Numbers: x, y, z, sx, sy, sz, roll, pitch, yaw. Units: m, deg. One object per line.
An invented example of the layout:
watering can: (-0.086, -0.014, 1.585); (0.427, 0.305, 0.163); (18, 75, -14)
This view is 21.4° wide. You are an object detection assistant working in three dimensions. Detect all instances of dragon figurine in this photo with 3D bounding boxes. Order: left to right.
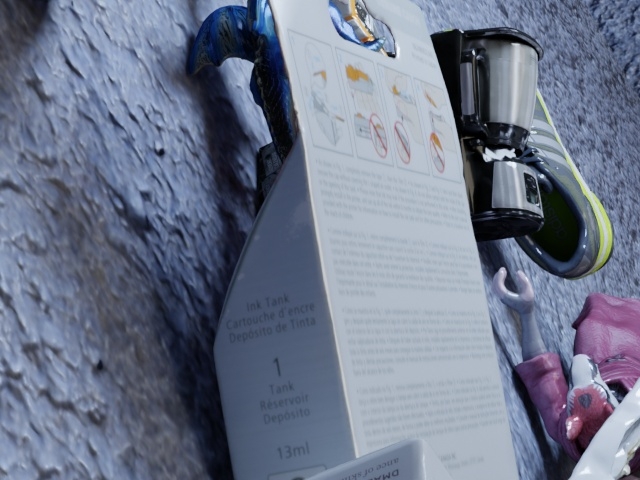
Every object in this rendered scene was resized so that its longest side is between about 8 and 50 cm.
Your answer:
dragon figurine: (-0.037, -0.142, 1.205); (0.144, 0.085, 0.289); (41, 37, -16)

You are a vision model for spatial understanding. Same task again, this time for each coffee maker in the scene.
coffee maker: (0.122, -0.089, 1.538); (0.120, 0.171, 0.178); (14, 73, -40)

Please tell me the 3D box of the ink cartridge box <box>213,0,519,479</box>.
ink cartridge box: (0.020, 0.014, 1.099); (0.308, 0.091, 0.385); (7, 70, -67)

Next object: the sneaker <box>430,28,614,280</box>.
sneaker: (0.199, -0.088, 1.715); (0.300, 0.111, 0.121); (54, 12, 0)

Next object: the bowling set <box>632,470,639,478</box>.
bowling set: (0.476, 0.307, 1.953); (0.287, 0.154, 0.199); (15, 53, -66)

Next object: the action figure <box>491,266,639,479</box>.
action figure: (0.290, 0.167, 1.677); (0.370, 0.248, 0.275); (-19, 120, -65)

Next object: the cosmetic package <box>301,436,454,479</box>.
cosmetic package: (0.023, 0.230, 0.841); (0.151, 0.151, 0.183); (52, 23, -34)

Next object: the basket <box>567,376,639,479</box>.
basket: (0.411, 0.213, 1.361); (0.266, 0.331, 0.328); (48, 56, -10)

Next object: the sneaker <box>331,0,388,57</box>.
sneaker: (0.003, -0.191, 1.437); (0.083, 0.084, 0.214); (-61, 129, -83)

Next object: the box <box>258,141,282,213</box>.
box: (0.000, 0.000, 1.255); (0.137, 0.027, 0.094); (52, 22, -34)
